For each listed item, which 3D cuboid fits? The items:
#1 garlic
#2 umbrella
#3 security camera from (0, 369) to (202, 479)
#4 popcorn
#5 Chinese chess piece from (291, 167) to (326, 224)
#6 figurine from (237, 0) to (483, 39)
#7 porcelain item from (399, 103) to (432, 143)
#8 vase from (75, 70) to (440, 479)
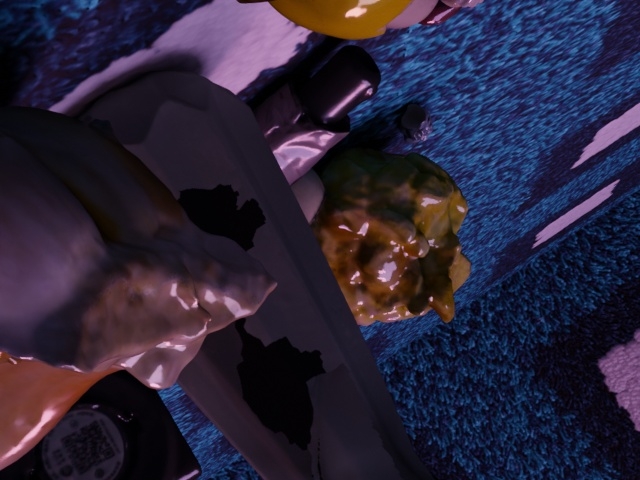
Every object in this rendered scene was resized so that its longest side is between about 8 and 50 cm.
[{"bbox_3d":[-0.213,0.038,0.784,0.313,0.249,0.286,-18,-163,36],"label":"garlic"},{"bbox_3d":[-0.080,-0.039,1.198,0.337,0.067,0.073,-40,178,23],"label":"umbrella"},{"bbox_3d":[-0.254,0.225,1.538,0.191,0.197,0.277,-31,177,-15],"label":"security camera"},{"bbox_3d":[0.061,-0.003,1.452,0.167,0.185,0.187,-14,-177,-28],"label":"popcorn"},{"bbox_3d":[-0.050,-0.020,1.281,0.122,0.051,0.122,-44,-164,16],"label":"Chinese chess piece"},{"bbox_3d":[0.029,-0.170,0.858,0.234,0.127,0.185,-39,-179,-32],"label":"figurine"},{"bbox_3d":[0.096,-0.115,1.473,0.036,0.028,0.083,-38,170,3],"label":"porcelain item"},{"bbox_3d":[-0.041,0.064,0.972,0.165,0.360,0.165,-33,169,-7],"label":"vase"}]
